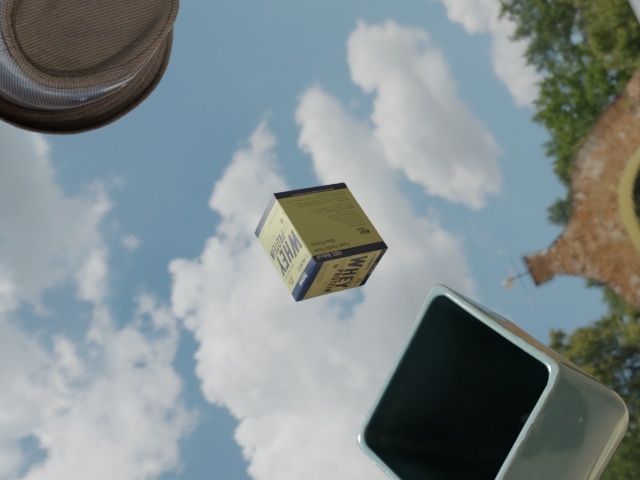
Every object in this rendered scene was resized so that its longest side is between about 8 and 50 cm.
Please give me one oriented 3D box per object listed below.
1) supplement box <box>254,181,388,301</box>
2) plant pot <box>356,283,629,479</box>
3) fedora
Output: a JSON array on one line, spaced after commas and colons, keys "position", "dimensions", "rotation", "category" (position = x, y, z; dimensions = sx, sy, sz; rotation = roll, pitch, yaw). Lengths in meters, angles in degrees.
[{"position": [0.000, 0.000, 0.903], "dimensions": [0.083, 0.056, 0.083], "rotation": [-12, -124, -36], "category": "supplement box"}, {"position": [0.249, 0.238, 1.286], "dimensions": [0.252, 0.247, 0.248], "rotation": [20, -170, -37], "category": "plant pot"}, {"position": [-0.242, -0.230, 1.012], "dimensions": [0.275, 0.124, 0.244], "rotation": [-21, -71, -34], "category": "fedora"}]
